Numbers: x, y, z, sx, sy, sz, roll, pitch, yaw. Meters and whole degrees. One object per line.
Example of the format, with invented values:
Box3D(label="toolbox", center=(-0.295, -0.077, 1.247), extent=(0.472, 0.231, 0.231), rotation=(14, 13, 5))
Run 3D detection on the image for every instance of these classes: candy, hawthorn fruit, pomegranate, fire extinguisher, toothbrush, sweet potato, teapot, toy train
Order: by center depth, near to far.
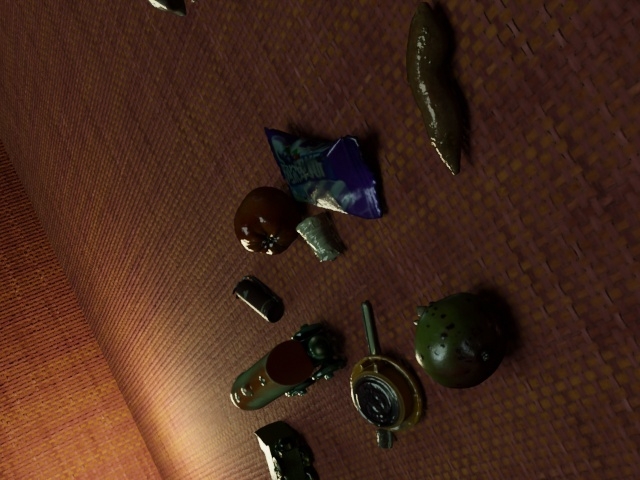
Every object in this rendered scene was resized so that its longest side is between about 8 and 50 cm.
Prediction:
Box3D(label="sweet potato", center=(0.142, -0.187, 1.054), extent=(0.065, 0.051, 0.218), rotation=(10, 119, 55))
Box3D(label="pomegranate", center=(0.186, 0.138, 1.152), extent=(0.159, 0.129, 0.129), rotation=(137, 108, -81))
Box3D(label="candy", center=(0.000, -0.111, 1.347), extent=(0.275, 0.070, 0.145), rotation=(15, 132, 53))
Box3D(label="teapot", center=(0.000, 0.000, 1.439), extent=(0.083, 0.057, 0.067), rotation=(57, 147, 7))
Box3D(label="toothbrush", center=(0.100, 0.239, 1.474), extent=(0.026, 0.028, 0.294), rotation=(18, 120, 54))
Box3D(label="hawthorn fruit", center=(-0.091, -0.039, 1.515), extent=(0.125, 0.140, 0.125), rotation=(10, 126, 14))
Box3D(label="toy train", center=(-0.075, 0.255, 1.625), extent=(0.116, 0.177, 0.285), rotation=(62, 151, 9))
Box3D(label="fire extinguisher", center=(-0.136, 0.119, 1.773), extent=(0.158, 0.043, 0.064), rotation=(34, 108, 46))
Box3D(label="toy train", center=(-0.073, 0.534, 1.927), extent=(0.137, 0.090, 0.226), rotation=(28, 134, 60))

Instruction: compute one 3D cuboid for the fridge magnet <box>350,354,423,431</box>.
Box3D(label="fridge magnet", center=(0.108, 0.260, 1.418), extent=(0.143, 0.063, 0.143), rotation=(16, 117, 34))

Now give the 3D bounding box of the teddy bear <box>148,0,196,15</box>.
Box3D(label="teddy bear", center=(-0.316, -0.592, 1.297), extent=(0.375, 0.327, 0.362), rotation=(26, 128, -5))
